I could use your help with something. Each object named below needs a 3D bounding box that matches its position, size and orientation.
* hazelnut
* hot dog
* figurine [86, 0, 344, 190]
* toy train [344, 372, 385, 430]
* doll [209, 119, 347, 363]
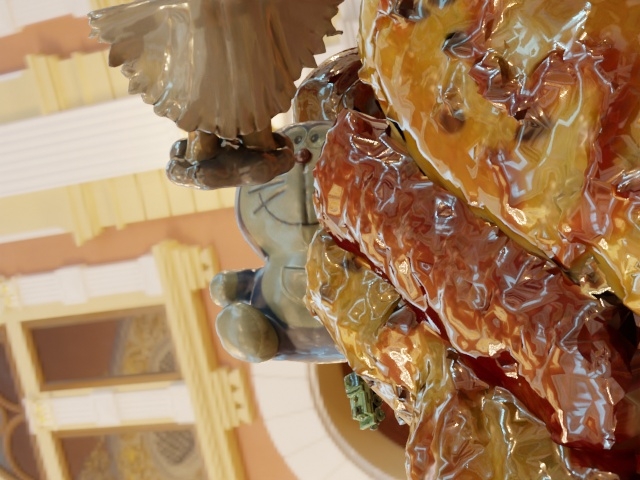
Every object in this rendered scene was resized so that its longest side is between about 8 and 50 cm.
[{"bbox_3d":[0.068,-0.131,1.289,0.218,0.218,0.234,-20,-86,-67],"label":"hazelnut"},{"bbox_3d":[0.137,0.053,0.451,0.365,0.196,0.367,54,148,29],"label":"hot dog"},{"bbox_3d":[-0.080,-0.231,0.761,0.166,0.207,0.387,-113,19,-61],"label":"figurine"},{"bbox_3d":[0.064,0.234,1.467,0.053,0.033,0.083,24,-133,-38],"label":"toy train"},{"bbox_3d":[0.000,0.000,1.035,0.154,0.228,0.258,22,-115,-72],"label":"doll"}]
